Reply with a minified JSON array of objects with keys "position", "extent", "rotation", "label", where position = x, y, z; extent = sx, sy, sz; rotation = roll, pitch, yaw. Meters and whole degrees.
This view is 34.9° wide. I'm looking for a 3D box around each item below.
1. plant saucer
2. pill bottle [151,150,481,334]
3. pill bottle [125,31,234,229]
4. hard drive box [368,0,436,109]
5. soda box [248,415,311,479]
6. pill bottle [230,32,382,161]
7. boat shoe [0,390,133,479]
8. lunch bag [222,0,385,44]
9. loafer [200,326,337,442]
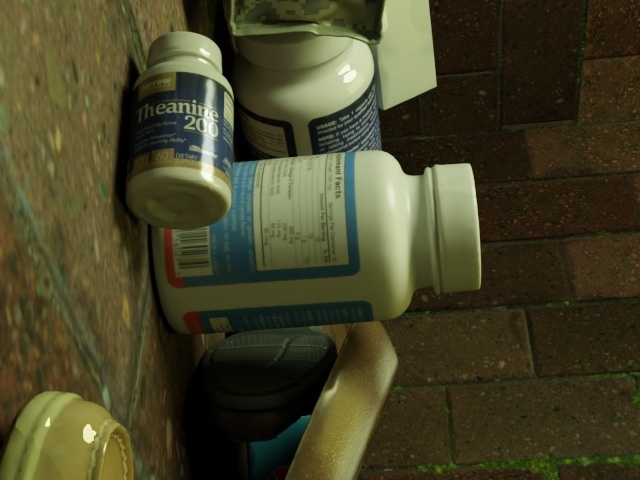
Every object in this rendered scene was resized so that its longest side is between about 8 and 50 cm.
[{"position":[0.001,0.206,0.837],"extent":[0.310,0.050,0.310],"rotation":[21,90,-82],"label":"plant saucer"},{"position":[0.000,0.000,0.731],"extent":[0.124,0.222,0.124],"rotation":[-4,90,-85],"label":"pill bottle"},{"position":[-0.090,-0.073,0.658],"extent":[0.067,0.067,0.120],"rotation":[77,10,-61],"label":"pill bottle"},{"position":[0.020,-0.272,1.201],"extent":[0.232,0.089,0.181],"rotation":[23,-48,47],"label":"hard drive box"},{"position":[-0.029,0.279,1.028],"extent":[0.067,0.071,0.210],"rotation":[14,71,-85],"label":"soda box"},{"position":[-0.013,-0.143,1.100],"extent":[0.264,0.153,0.153],"rotation":[81,7,-48],"label":"pill bottle"},{"position":[-0.080,0.201,0.400],"extent":[0.104,0.089,0.285],"rotation":[51,34,-80],"label":"boat shoe"},{"position":[-0.008,-0.354,0.897],"extent":[0.235,0.169,0.287],"rotation":[-103,-164,-56],"label":"lunch bag"},{"position":[-0.039,0.122,0.888],"extent":[0.302,0.109,0.095],"rotation":[-82,172,-79],"label":"loafer"}]
